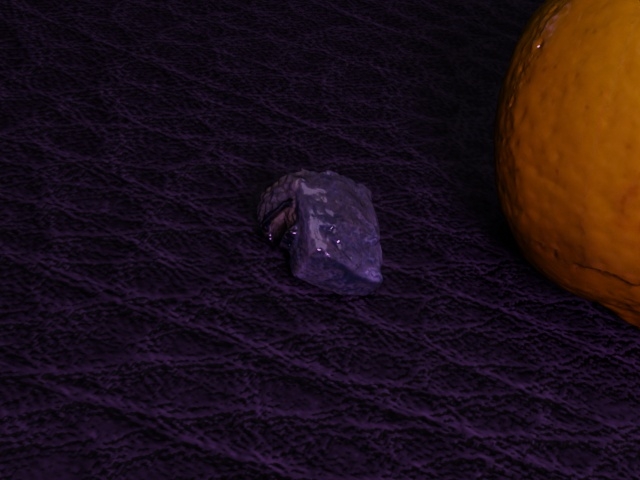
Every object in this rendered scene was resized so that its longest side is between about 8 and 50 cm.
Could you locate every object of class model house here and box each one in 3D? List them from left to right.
[{"bbox_3d":[0.000,0.000,1.036,0.079,0.066,0.083,13,48,-24],"label":"model house"}]

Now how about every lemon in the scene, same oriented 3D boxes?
[{"bbox_3d":[0.253,-0.075,1.043,0.293,0.293,0.293,11,32,-7],"label":"lemon"}]
